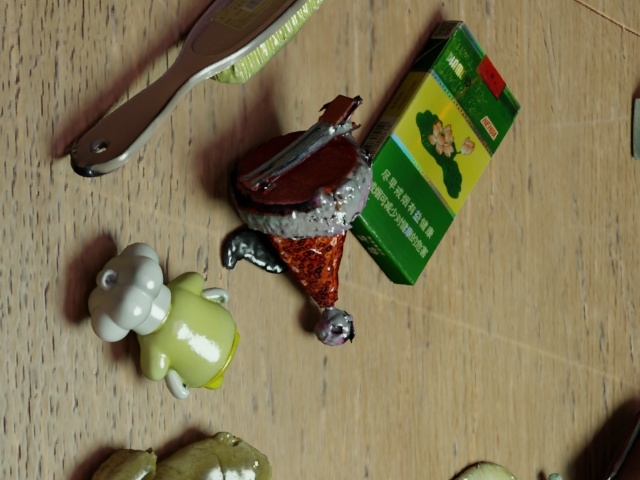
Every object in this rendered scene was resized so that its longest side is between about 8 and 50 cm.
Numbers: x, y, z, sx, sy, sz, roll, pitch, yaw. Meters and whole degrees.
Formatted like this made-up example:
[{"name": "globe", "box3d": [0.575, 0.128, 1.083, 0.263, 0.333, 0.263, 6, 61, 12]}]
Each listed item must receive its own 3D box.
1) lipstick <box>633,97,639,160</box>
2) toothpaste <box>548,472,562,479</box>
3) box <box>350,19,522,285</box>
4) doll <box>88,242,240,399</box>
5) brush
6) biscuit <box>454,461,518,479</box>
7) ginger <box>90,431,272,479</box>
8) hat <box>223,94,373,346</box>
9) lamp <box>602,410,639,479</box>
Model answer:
[{"name": "lipstick", "box3d": [0.504, -0.134, 2.206, 0.371, 0.080, 0.076, -6, 99, -45]}, {"name": "toothpaste", "box3d": [0.282, 0.351, 2.066, 0.060, 0.038, 0.233, -44, 125, -43]}, {"name": "box", "box3d": [0.106, -0.086, 1.847, 0.132, 0.034, 0.235, 49, 62, -35]}, {"name": "doll", "box3d": [-0.132, 0.067, 1.609, 0.162, 0.062, 0.106, 40, 62, -40]}, {"name": "brush", "box3d": [-0.097, -0.141, 1.623, 0.313, 0.072, 0.067, -47, 138, -30]}, {"name": "biscuit", "box3d": [0.166, 0.304, 1.957, 0.152, 0.020, 0.152, -6, 98, -45]}, {"name": "ginger", "box3d": [-0.127, 0.240, 1.637, 0.214, 0.059, 0.133, -7, 91, -46]}, {"name": "hat", "box3d": [-0.001, -0.002, 1.713, 0.140, 0.129, 0.227, -56, 144, -43]}, {"name": "lamp", "box3d": [0.386, 0.284, 2.060, 0.258, 0.180, 0.180, -47, 125, -47]}]
